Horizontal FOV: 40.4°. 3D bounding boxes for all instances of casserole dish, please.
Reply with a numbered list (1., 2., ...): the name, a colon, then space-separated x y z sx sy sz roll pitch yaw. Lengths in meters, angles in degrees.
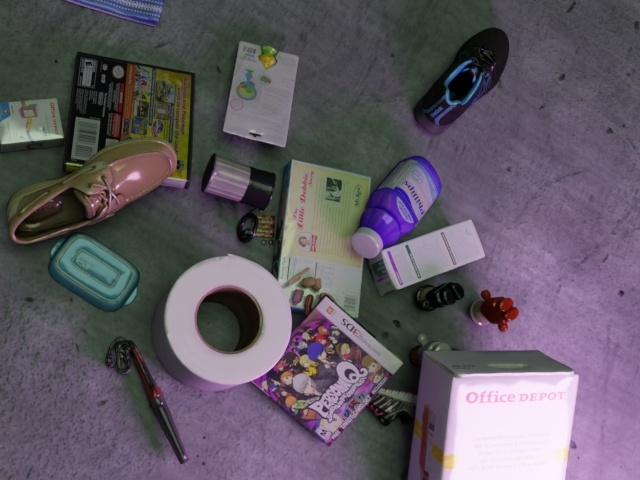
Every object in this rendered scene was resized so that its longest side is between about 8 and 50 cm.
1. casserole dish: -0.441 0.058 1.703 0.188 0.037 0.114 34 67 -7

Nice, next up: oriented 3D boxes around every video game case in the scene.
1. video game case: -0.384 -0.245 1.775 0.248 0.035 0.274 7 62 -17
2. video game case: 0.014 0.262 1.755 0.210 0.042 0.232 42 92 -2

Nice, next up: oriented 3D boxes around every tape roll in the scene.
1. tape roll: -0.195 0.165 1.689 0.246 0.169 0.246 5 74 -18

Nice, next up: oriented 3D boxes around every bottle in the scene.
1. bottle: 0.160 -0.070 1.876 0.118 0.092 0.283 57 47 -17

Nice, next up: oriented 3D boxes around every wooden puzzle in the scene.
1. wooden puzzle: -0.122 -0.031 1.854 0.049 0.006 0.083 6 74 -18

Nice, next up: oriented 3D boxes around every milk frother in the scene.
1. milk frother: -0.179 -0.084 1.781 0.135 0.129 0.143 17 65 -19

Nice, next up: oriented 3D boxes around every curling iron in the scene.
1. curling iron: -0.330 0.309 1.678 0.068 0.035 0.274 -31 87 -19

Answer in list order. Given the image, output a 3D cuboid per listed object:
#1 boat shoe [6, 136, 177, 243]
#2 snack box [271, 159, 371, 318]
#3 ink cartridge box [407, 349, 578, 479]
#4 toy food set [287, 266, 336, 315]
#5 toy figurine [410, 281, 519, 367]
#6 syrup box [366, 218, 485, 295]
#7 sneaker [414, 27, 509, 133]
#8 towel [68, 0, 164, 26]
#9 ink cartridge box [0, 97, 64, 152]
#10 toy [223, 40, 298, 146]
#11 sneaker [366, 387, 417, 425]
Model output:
1. boat shoe: -0.426 -0.084 1.647 0.341 0.110 0.121 -26 123 -2
2. snack box: 0.000 0.000 1.859 0.187 0.060 0.321 12 73 -17
3. ink cartridge box: 0.336 0.419 1.741 0.279 0.160 0.384 2 101 -18
4. toy food set: -0.018 0.120 1.782 0.078 0.019 0.122 -35 101 -21
5. toy figurine: 0.301 0.200 1.876 0.213 0.148 0.209 14 78 -18
6. syrup box: 0.230 0.037 1.913 0.237 0.093 0.096 -18 83 -22
7. sneaker: 0.361 -0.389 2.045 0.125 0.140 0.341 39 66 -4
8. towel: -0.433 -0.645 1.885 0.243 0.040 0.335 14 72 -15
9. ink cartridge box: -0.575 -0.228 1.720 0.123 0.052 0.088 -9 79 -23
10. toy: -0.131 -0.312 1.897 0.137 0.056 0.237 13 67 -12
11. sneaker: 0.126 0.347 1.814 0.171 0.063 0.074 12 74 -16
